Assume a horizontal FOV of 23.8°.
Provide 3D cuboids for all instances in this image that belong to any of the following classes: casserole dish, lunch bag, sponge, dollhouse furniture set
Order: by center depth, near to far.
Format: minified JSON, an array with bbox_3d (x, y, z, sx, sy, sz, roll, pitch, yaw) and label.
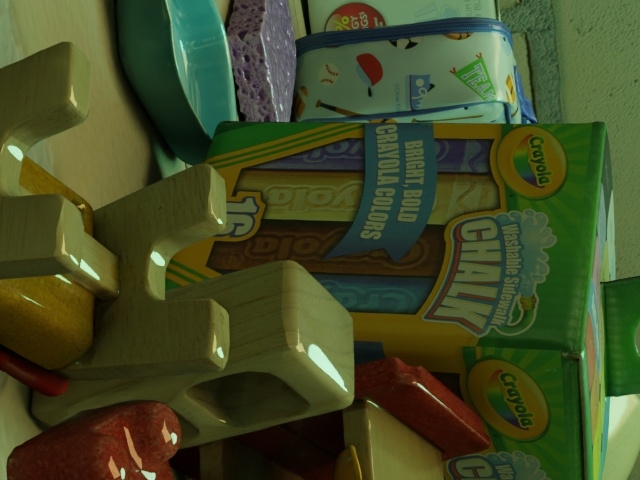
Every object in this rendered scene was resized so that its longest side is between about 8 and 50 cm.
[{"bbox_3d":[-0.057,0.120,0.586,0.374,0.152,0.201,43,37,-52],"label":"dollhouse furniture set"},{"bbox_3d":[-0.084,-0.110,0.890,0.188,0.037,0.114,63,21,-68],"label":"casserole dish"},{"bbox_3d":[-0.047,-0.161,1.270,0.210,0.031,0.117,-87,168,-59],"label":"sponge"},{"bbox_3d":[0.101,-0.145,1.589,0.303,0.243,0.115,42,42,-78],"label":"lunch bag"}]

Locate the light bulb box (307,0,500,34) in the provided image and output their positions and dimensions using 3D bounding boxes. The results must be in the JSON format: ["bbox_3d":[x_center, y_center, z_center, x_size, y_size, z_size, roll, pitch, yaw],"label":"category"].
[{"bbox_3d":[0.126,-0.200,1.930,0.361,0.225,0.358,-83,164,-68],"label":"light bulb box"}]

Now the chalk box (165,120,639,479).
[{"bbox_3d":[0.075,0.054,0.835,0.179,0.288,0.180,-73,158,-44],"label":"chalk box"}]

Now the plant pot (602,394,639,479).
[{"bbox_3d":[0.274,0.203,1.796,0.284,0.191,0.284,52,8,-11],"label":"plant pot"}]
